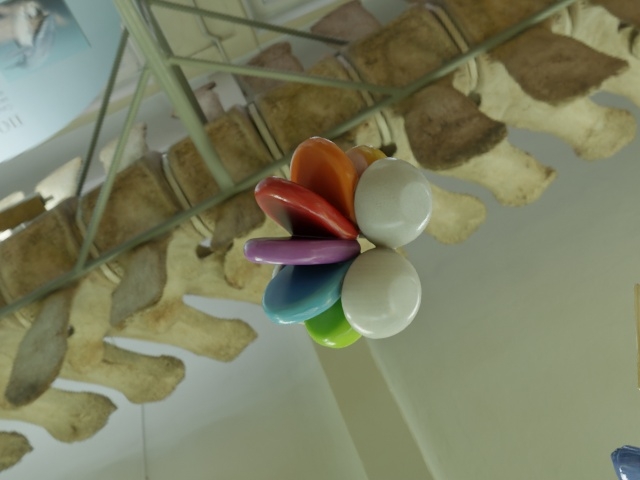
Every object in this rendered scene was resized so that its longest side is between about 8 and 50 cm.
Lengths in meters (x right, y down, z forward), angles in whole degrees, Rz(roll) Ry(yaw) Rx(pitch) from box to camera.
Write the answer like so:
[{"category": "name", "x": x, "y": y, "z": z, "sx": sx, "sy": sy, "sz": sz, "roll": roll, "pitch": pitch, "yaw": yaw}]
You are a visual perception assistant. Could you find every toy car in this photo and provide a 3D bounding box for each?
[{"category": "toy car", "x": 0.000, "y": 0.000, "z": 0.575, "sx": 0.159, "sy": 0.136, "sz": 0.182, "roll": 4, "pitch": -94, "yaw": 52}]

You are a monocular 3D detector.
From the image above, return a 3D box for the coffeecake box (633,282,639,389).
[{"category": "coffeecake box", "x": 0.306, "y": 0.057, "z": 0.406, "sx": 0.185, "sy": 0.068, "sz": 0.142, "roll": 1, "pitch": 177, "yaw": -38}]

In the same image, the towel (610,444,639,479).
[{"category": "towel", "x": 0.382, "y": 0.229, "z": 0.415, "sx": 0.336, "sy": 0.243, "sz": 0.040, "roll": -5, "pitch": -142, "yaw": 51}]
